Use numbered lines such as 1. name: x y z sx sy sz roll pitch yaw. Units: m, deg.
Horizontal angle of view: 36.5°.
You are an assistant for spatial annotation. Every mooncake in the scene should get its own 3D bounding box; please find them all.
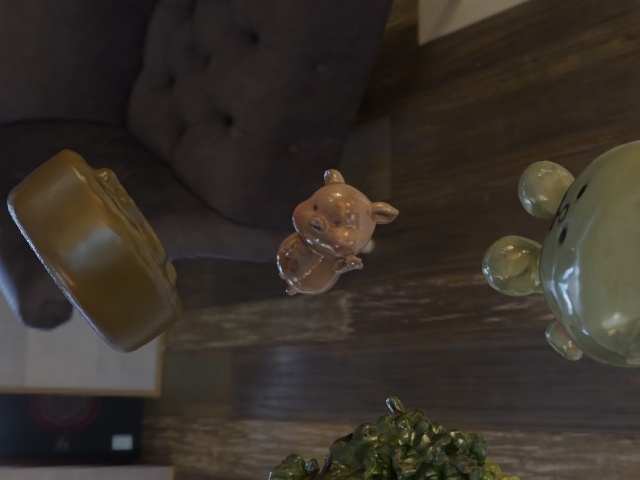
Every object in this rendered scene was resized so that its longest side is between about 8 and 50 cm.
1. mooncake: -0.240 0.010 1.069 0.117 0.235 0.235 -38 41 -11

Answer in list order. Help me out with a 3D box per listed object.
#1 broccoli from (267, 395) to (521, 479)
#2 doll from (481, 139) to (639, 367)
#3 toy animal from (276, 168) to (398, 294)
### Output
1. broccoli: 0.071 0.308 0.790 0.334 0.272 0.324 55 139 9
2. doll: 0.188 0.003 0.581 0.154 0.113 0.275 -64 4 -2
3. toy animal: 0.003 -0.002 0.971 0.150 0.083 0.089 -49 9 28
